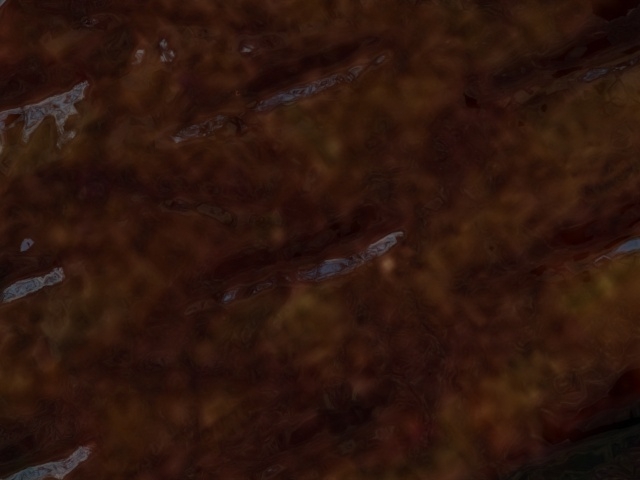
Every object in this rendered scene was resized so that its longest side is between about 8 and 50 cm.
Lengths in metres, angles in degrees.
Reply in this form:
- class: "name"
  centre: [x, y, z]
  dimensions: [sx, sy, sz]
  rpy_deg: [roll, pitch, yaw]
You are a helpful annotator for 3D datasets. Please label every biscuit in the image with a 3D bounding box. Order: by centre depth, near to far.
- class: "biscuit"
  centre: [0.000, 0.000, 0.711]
  dimensions: [0.407, 0.407, 0.091]
  rpy_deg: [-54, -9, -7]
